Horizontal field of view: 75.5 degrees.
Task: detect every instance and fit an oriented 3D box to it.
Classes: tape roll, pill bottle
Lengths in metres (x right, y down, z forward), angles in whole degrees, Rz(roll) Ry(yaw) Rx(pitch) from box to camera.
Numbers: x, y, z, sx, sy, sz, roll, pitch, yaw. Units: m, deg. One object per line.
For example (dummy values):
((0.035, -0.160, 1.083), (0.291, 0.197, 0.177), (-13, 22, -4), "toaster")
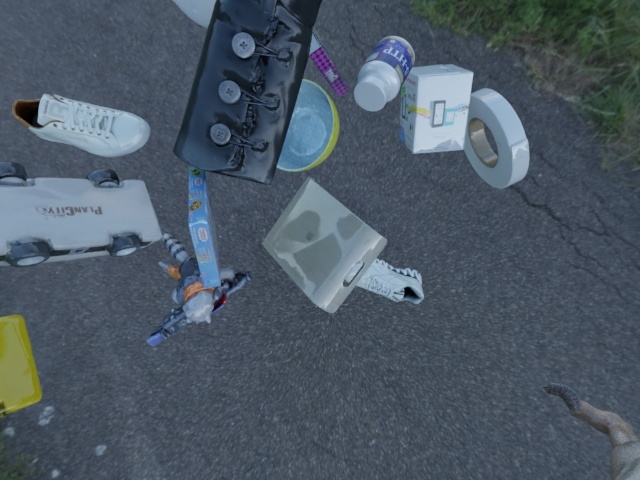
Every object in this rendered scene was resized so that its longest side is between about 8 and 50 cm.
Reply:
((0.659, -0.390, 1.605), (0.071, 0.392, 0.393), (-24, 81, 0), "tape roll")
((0.158, -0.417, 1.045), (0.111, 0.112, 0.187), (26, 61, 5), "pill bottle")

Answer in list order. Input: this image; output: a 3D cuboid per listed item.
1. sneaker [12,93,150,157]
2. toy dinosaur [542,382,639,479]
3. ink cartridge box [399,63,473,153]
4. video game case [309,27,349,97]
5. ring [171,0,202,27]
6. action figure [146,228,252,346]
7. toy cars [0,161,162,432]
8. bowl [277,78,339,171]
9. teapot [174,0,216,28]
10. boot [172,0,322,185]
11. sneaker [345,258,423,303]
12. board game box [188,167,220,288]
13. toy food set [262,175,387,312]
((-0.529, -0.254, 0.904), (0.289, 0.123, 0.106), (6, 82, 6), "sneaker")
((0.285, 0.222, 0.299), (0.295, 0.127, 0.201), (17, 60, -2), "toy dinosaur")
((0.413, -0.487, 1.518), (0.196, 0.198, 0.270), (-5, 121, -4), "ink cartridge box")
((-0.015, -0.518, 1.097), (0.041, 0.232, 0.211), (-30, 74, 15), "video game case")
((-0.400, -0.736, 1.182), (0.032, 0.336, 0.337), (-32, 81, 26), "ring")
((-0.383, 0.121, 1.141), (0.341, 0.179, 0.330), (-39, 43, -4), "action figure")
((-0.306, 0.052, 0.379), (0.176, 0.087, 0.394), (43, 39, -22), "toy cars")
((-0.047, -0.366, 1.374), (0.289, 0.156, 0.290), (1, 93, 29), "bowl")
((-0.262, -0.679, 1.026), (0.186, 0.255, 0.253), (-22, 58, 34), "teapot")
((-0.200, -0.355, 0.755), (0.366, 0.146, 0.446), (21, 122, -2), "boot")
((0.218, 0.141, 1.389), (0.291, 0.118, 0.110), (11, 126, -13), "sneaker")
((-0.240, -0.032, 0.855), (0.039, 0.160, 0.212), (-8, 39, -10), "board game box")
((0.000, 0.000, 1.041), (0.220, 0.092, 0.306), (-53, 53, 9), "toy food set")
